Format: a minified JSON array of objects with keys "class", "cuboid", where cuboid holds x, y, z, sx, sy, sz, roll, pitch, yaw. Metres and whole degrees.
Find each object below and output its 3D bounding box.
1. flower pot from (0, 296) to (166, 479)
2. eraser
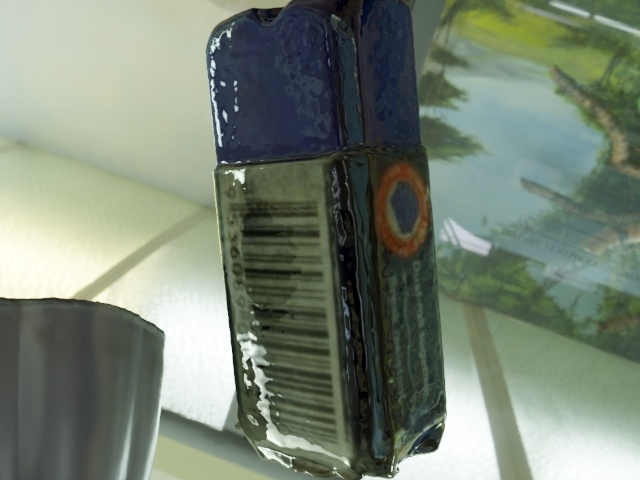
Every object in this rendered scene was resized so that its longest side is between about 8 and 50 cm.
[{"class":"flower pot","cuboid":[-0.275,0.207,0.726,0.265,0.265,0.243,9,-120,-36]},{"class":"eraser","cuboid":[0.000,0.000,0.556,0.155,0.332,0.102,0,-173,41]}]
